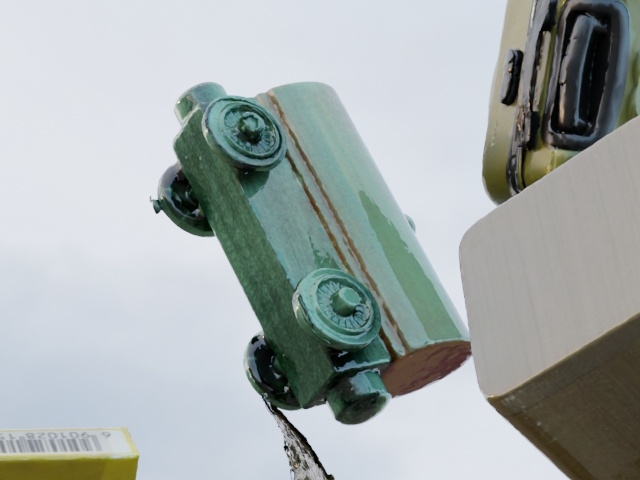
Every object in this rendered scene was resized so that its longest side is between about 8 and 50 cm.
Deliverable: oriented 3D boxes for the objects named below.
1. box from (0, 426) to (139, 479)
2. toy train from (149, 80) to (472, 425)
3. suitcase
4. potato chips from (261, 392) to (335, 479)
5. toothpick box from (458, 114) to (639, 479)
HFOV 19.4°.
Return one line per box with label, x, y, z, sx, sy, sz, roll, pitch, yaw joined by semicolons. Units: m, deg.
box;-0.225;0.163;0.875;0.269;0.043;0.152;2;-71;-19
toy train;0.000;0.000;1.360;0.177;0.285;0.116;-9;-31;-38
suitcase;0.230;-0.093;1.360;0.235;0.194;0.143;14;-8;-27
potato chips;0.011;0.195;1.206;0.026;0.209;0.142;-20;3;-21
toothpick box;0.231;0.095;1.064;0.190;0.187;0.308;-34;-58;24
